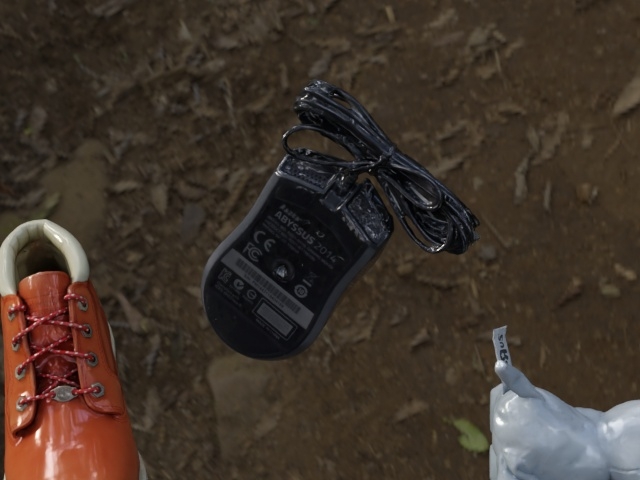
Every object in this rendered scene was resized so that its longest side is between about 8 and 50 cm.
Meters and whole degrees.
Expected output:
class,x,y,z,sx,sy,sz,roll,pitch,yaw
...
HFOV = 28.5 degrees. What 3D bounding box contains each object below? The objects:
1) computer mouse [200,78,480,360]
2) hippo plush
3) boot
class,x,y,z,sx,sy,sz,roll,pitch,yaw
computer mouse,0.000,0.000,1.087,0.188,0.272,0.072,42,34,0
hippo plush,0.324,0.243,1.510,0.236,0.294,0.234,0,16,7
boot,-0.110,0.060,0.522,0.059,0.085,0.158,-11,40,-10
